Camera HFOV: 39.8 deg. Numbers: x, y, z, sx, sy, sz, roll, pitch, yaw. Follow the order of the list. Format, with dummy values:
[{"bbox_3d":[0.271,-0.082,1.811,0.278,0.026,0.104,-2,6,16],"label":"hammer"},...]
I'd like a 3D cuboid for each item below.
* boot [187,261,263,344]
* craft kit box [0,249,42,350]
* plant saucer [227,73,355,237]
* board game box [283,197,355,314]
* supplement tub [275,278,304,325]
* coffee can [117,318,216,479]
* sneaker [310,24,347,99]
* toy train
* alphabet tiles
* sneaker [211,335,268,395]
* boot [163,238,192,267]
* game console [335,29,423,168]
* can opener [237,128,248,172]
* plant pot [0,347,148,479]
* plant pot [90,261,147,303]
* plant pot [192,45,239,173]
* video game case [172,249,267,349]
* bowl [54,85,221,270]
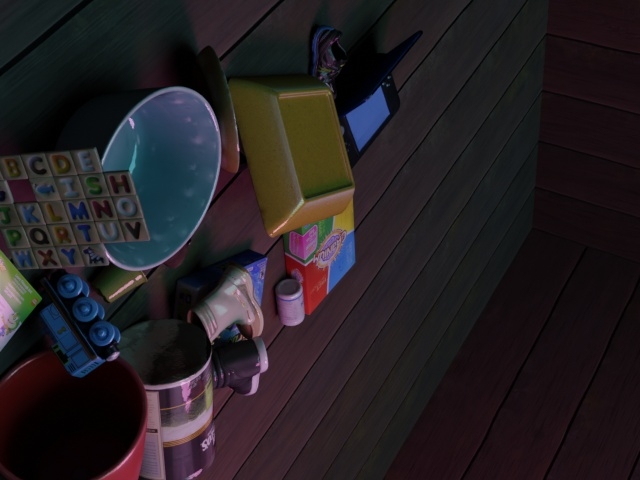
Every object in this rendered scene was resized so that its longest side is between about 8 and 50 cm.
[{"bbox_3d":[-0.203,0.171,1.879,0.165,0.077,0.213,-48,145,-34],"label":"boot"},{"bbox_3d":[-0.558,0.110,1.308,0.246,0.061,0.250,-54,151,-24],"label":"craft kit box"},{"bbox_3d":[-0.037,-0.200,1.888,0.333,0.081,0.332,-21,98,-58],"label":"plant saucer"},{"bbox_3d":[0.000,0.000,2.301,0.242,0.064,0.316,-47,147,-38],"label":"board game box"},{"bbox_3d":[-0.077,0.157,2.259,0.071,0.071,0.107,-48,147,-38],"label":"supplement tub"},{"bbox_3d":[-0.313,0.325,1.770,0.201,0.202,0.275,-40,141,-46],"label":"coffee can"},{"bbox_3d":[0.023,-0.401,2.032,0.067,0.078,0.188,-55,153,-46],"label":"sneaker"},{"bbox_3d":[-0.414,0.137,1.480,0.105,0.184,0.080,-35,171,-10],"label":"toy train"},{"bbox_3d":[-0.378,-0.044,1.316,0.009,0.237,0.198,-73,156,-56],"label":"alphabet tiles"},{"bbox_3d":[-0.211,0.286,1.942,0.147,0.104,0.296,-10,161,-16],"label":"sneaker"},{"bbox_3d":[-0.288,-0.069,1.701,0.207,0.090,0.248,27,83,-76],"label":"boot"},{"bbox_3d":[0.155,-0.346,2.211,0.293,0.173,0.250,-52,136,-30],"label":"game console"},{"bbox_3d":[-0.116,-0.216,1.933,0.093,0.074,0.280,-44,168,34],"label":"can opener"},{"bbox_3d":[-0.426,0.360,1.539,0.275,0.275,0.243,-49,158,-36],"label":"plant pot"},{"bbox_3d":[-0.375,0.071,1.621,0.079,0.083,0.083,-43,146,-20],"label":"plant pot"},{"bbox_3d":[-0.196,-0.235,1.618,0.032,0.236,0.236,-14,130,-15],"label":"plant pot"},{"bbox_3d":[-0.228,0.171,1.987,0.269,0.061,0.244,-25,131,-56],"label":"video game case"},{"bbox_3d":[-0.323,-0.120,1.470,0.311,0.163,0.311,-43,144,-44],"label":"bowl"}]
